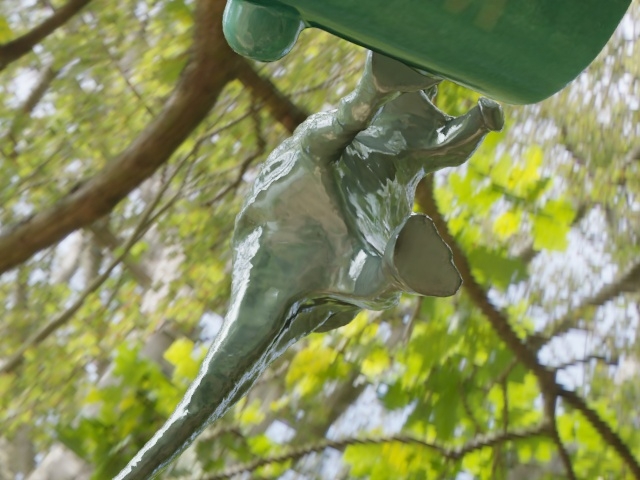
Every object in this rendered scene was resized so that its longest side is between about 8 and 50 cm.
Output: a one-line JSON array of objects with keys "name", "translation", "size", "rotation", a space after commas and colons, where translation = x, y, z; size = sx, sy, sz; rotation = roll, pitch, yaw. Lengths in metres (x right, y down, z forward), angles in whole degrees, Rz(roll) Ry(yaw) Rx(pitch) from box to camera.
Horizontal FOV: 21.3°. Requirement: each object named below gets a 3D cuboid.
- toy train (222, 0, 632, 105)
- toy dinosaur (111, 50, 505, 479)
[{"name": "toy train", "translation": [0.013, -0.121, 0.455], "size": [0.248, 0.101, 0.159], "rotation": [15, -74, -41]}, {"name": "toy dinosaur", "translation": [0.000, 0.000, 0.733], "size": [0.092, 0.205, 0.393], "rotation": [33, -108, -11]}]
